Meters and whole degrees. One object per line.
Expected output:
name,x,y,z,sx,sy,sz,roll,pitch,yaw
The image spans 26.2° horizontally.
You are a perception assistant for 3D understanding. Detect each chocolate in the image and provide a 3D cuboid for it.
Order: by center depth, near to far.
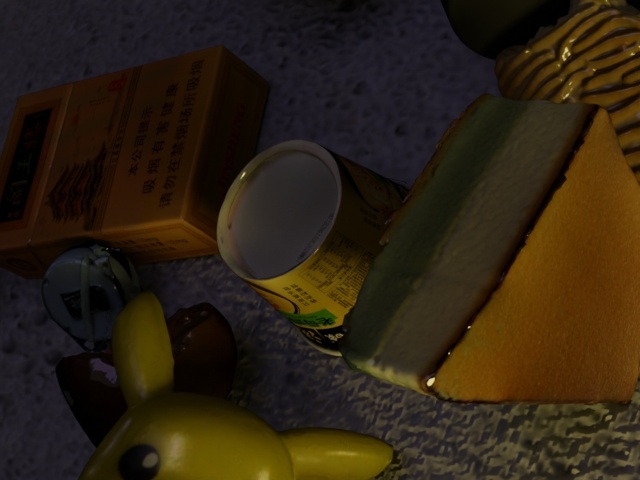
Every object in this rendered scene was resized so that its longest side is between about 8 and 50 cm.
chocolate,-0.128,0.106,1.087,0.133,0.127,0.124,-31,35,6

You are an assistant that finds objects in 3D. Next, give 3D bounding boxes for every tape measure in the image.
tape measure,-0.197,0.049,1.200,0.091,0.094,0.054,-28,13,28

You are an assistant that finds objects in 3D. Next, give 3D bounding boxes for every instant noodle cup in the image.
instant noodle cup,0.000,0.000,1.042,0.151,0.122,0.151,-19,57,33

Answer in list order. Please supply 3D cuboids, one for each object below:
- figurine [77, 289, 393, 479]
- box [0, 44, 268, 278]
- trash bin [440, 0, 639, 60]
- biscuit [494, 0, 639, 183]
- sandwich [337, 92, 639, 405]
figurine,-0.094,0.226,0.937,0.169,0.218,0.326,-113,45,-86
box,-0.187,-0.065,1.267,0.274,0.076,0.174,-7,60,37
trash bin,0.139,-0.317,1.048,0.214,0.214,0.333,-32,54,22
biscuit,0.231,-0.107,0.928,0.229,0.031,0.176,-23,81,34
sandwich,0.123,0.046,0.869,0.108,0.186,0.220,10,56,43
